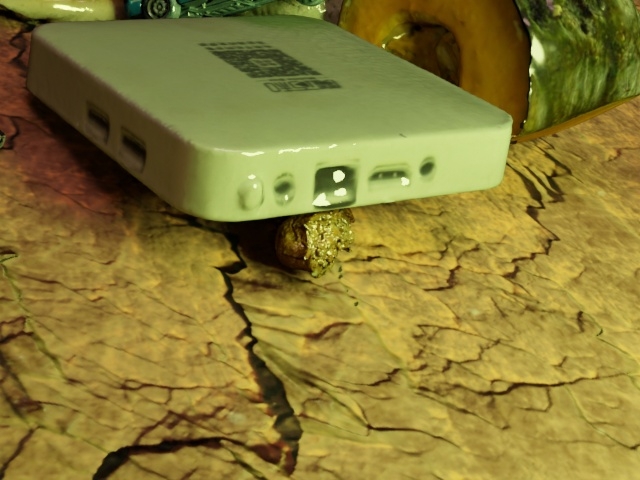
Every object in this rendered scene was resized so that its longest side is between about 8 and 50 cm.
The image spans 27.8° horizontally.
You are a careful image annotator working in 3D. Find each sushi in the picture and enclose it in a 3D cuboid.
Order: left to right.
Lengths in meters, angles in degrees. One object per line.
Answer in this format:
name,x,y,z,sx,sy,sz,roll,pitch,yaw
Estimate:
sushi,-0.001,-0.004,1.143,0.060,0.061,0.118,0,31,24

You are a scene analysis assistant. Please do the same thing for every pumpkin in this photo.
pumpkin,0.187,-0.227,1.413,0.225,0.256,0.303,-14,58,-46

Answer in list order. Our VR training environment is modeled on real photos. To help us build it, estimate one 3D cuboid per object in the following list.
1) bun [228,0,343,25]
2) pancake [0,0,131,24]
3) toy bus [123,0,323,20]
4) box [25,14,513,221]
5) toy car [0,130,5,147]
bun,-0.006,-0.318,1.570,0.239,0.141,0.239,13,33,-8
pancake,-0.329,-0.315,1.503,0.282,0.049,0.282,10,32,-6
toy bus,-0.097,-0.312,1.426,0.246,0.134,0.113,-10,-2,26
box,-0.053,-0.128,1.256,0.367,0.090,0.373,-9,31,-35
toy car,-0.326,-0.090,1.158,0.041,0.025,0.093,33,31,28
